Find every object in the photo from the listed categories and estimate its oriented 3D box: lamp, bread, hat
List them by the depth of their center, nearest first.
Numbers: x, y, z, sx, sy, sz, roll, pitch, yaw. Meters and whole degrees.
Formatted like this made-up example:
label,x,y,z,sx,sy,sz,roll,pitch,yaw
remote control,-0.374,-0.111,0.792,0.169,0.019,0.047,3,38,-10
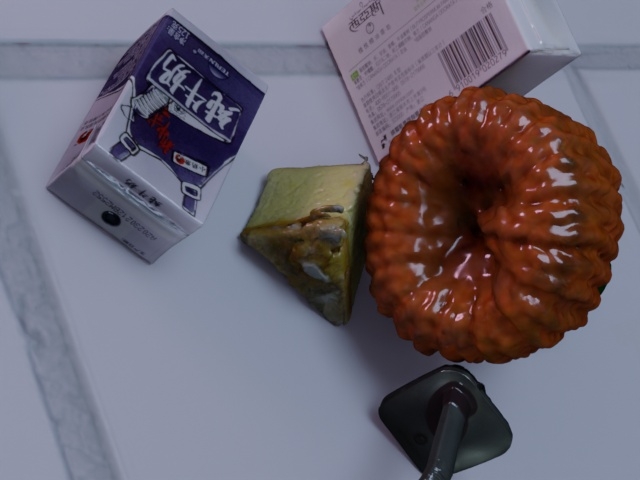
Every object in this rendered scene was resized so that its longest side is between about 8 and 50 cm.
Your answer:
label,x,y,z,sx,sy,sz,roll,pitch,yaw
lamp,0.112,0.282,1.418,0.203,0.124,0.283,52,43,-18
bread,0.000,0.000,1.542,0.147,0.127,0.152,-68,147,-46
hat,0.244,-0.002,1.573,0.400,0.285,0.285,6,59,-52

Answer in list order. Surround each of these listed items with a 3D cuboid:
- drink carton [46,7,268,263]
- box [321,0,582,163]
label,x,y,z,sx,sy,sz,roll,pitch,yaw
drink carton,-0.159,-0.104,1.439,0.134,0.102,0.222,39,45,-19
box,0.146,-0.233,1.678,0.111,0.260,0.194,-6,69,-43
